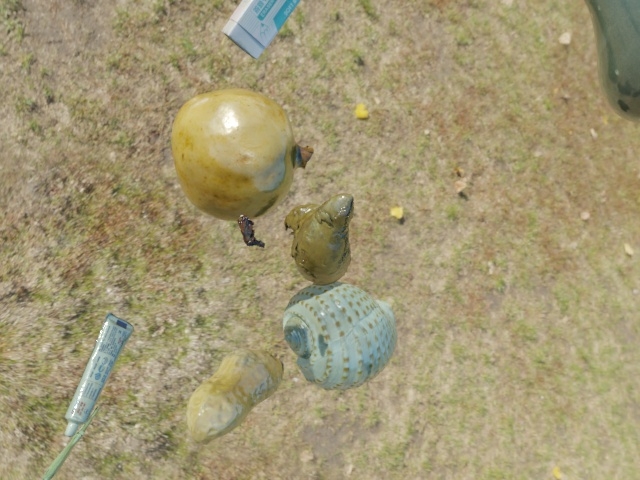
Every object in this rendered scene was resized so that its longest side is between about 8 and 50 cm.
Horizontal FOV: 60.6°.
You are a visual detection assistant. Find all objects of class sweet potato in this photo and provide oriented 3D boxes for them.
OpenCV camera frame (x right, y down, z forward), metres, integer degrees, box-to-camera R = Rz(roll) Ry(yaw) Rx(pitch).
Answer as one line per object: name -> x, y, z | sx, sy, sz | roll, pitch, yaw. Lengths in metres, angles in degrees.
sweet potato -> 0.000, 0.003, 0.806 | 0.098, 0.310, 0.124 | -12, 93, -8

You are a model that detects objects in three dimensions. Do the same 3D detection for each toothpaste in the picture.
toothpaste -> -0.491, 0.294, 1.201 | 0.069, 0.047, 0.268 | 24, 62, -14

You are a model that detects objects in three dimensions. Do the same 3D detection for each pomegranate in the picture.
pomegranate -> -0.188, -0.189, 1.190 | 0.308, 0.307, 0.307 | 8, 76, -33

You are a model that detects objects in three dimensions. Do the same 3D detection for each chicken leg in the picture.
chicken leg -> -0.132, -0.011, 1.014 | 0.036, 0.021, 0.083 | -50, 127, -35

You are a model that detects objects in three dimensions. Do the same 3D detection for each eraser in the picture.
eraser -> -0.117, -0.529, 1.231 | 0.096, 0.052, 0.225 | 32, 99, -42

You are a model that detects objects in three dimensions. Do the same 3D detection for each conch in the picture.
conch -> 0.065, 0.244, 1.469 | 0.320, 0.215, 0.302 | -18, 77, -8

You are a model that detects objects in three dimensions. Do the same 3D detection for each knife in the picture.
knife -> -0.536, 0.436, 1.196 | 0.020, 0.293, 0.043 | 39, 94, -9

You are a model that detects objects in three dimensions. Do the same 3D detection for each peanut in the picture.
peanut -> -0.132, 0.229, 0.844 | 0.214, 0.100, 0.099 | -38, 103, -54

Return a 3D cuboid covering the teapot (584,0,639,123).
teapot -> 0.271, -0.229, 0.473 | 0.251, 0.183, 0.183 | 41, 58, 5
